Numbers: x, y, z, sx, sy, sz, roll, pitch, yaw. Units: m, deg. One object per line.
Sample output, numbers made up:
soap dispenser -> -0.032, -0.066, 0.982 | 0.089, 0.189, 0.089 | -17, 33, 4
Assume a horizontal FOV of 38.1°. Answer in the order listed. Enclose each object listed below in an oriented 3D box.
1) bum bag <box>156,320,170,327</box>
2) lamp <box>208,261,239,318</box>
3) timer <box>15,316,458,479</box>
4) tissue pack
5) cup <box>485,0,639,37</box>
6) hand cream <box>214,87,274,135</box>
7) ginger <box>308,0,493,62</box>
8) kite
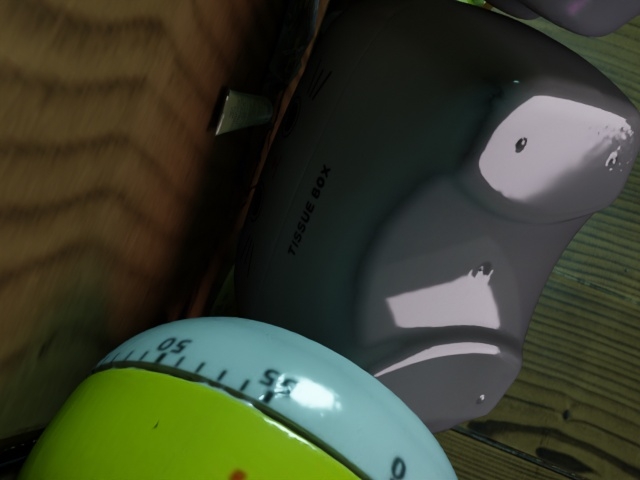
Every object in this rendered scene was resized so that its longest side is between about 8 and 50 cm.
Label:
bum bag -> -0.052, 0.114, 0.675 | 0.060, 0.233, 0.106 | -42, 125, -34
lamp -> -0.025, 0.072, 0.949 | 0.161, 0.161, 0.185 | 105, 6, -52
timer -> -0.070, 0.207, 0.508 | 0.285, 0.285, 0.285 | 22, 90, -85
tissue pack -> 0.071, -0.027, 0.751 | 0.230, 0.236, 0.333 | 5, 119, -38
cup -> 0.161, -0.284, 0.701 | 0.163, 0.347, 0.347 | -43, -170, 33
hand cream -> -0.056, -0.096, 0.680 | 0.102, 0.022, 0.035 | -31, 143, -73
ginger -> 0.138, -0.252, 1.023 | 0.358, 0.211, 0.413 | 83, 29, -75
kite -> -0.033, -0.136, 0.779 | 0.141, 0.015, 0.245 | -51, 162, -70
